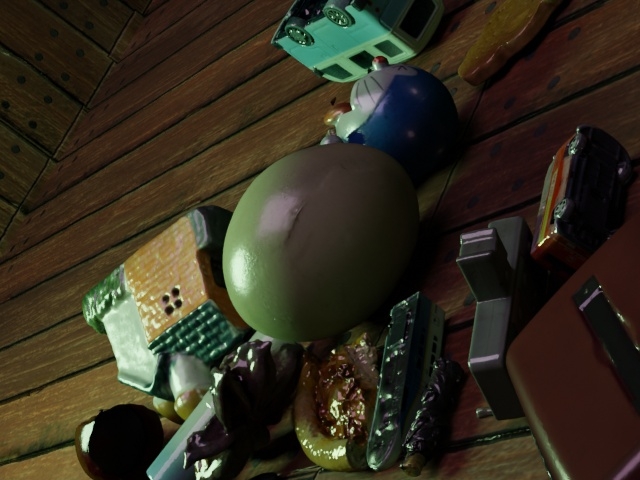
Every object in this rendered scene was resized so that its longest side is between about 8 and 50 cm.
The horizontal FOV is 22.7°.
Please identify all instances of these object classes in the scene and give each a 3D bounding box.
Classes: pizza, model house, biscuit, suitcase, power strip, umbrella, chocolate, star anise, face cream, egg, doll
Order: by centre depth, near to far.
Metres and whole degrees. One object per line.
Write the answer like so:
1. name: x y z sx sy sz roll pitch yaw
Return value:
1. suitcase: 0.280 0.120 1.229 0.236 0.161 0.297 -49 22 14
2. power strip: 0.173 0.055 1.581 0.061 0.145 0.215 -12 38 22
3. umbrella: 0.115 0.184 1.650 0.037 0.040 0.144 -40 19 48
4. pizza: 0.021 0.185 1.827 0.134 0.056 0.271 -53 19 22
5. star anise: -0.090 0.200 1.923 0.197 0.073 0.212 -17 -47 -57
6. egg: 0.000 0.000 1.943 0.269 0.219 0.219 -54 20 -16
7. face cream: -0.117 0.220 2.032 0.250 0.077 0.077 -51 20 -1
8. doll: 0.065 -0.124 2.096 0.257 0.161 0.215 -42 -11 22
9. biscuit: 0.271 -0.302 2.123 0.236 0.040 0.144 -53 13 4
10. model house: -0.165 0.146 2.191 0.271 0.190 0.300 -36 51 24
11. chocolate: -0.281 0.280 2.238 0.127 0.124 0.133 -59 -9 -1

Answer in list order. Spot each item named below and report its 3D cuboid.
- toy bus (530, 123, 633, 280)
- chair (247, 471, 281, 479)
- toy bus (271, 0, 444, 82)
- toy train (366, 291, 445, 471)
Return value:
1. toy bus: 0.267 -0.038 1.643 0.077 0.079 0.174 -46 19 44
2. chair: -0.138 0.356 1.830 0.140 0.221 0.145 -36 69 36
3. toy bus: 0.059 -0.334 2.442 0.271 0.165 0.133 -13 43 61
4. toy train: 0.092 0.160 1.722 0.052 0.051 0.233 -36 29 38
